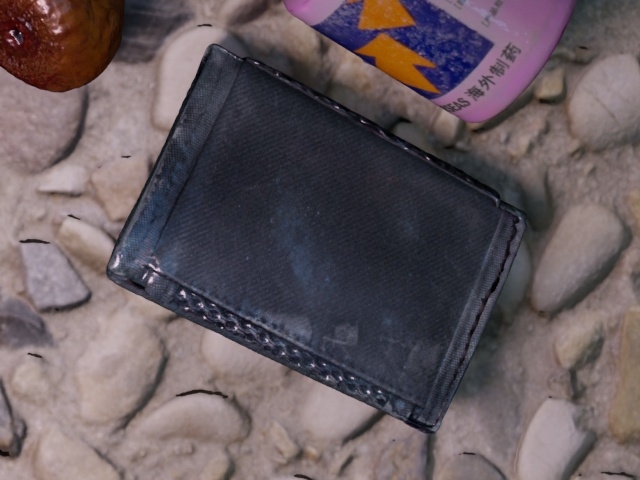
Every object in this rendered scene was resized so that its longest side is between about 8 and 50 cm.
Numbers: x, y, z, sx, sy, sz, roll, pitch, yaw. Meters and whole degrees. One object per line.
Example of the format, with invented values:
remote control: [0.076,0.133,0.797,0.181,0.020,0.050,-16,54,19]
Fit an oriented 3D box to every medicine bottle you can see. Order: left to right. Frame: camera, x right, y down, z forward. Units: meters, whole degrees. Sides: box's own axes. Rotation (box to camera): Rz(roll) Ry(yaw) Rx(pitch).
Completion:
medicine bottle: [0.064,-0.245,1.723,0.290,0.178,0.178,29,85,-18]

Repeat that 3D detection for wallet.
wallet: [0.000,0.000,1.778,0.342,0.075,0.237,27,79,-15]

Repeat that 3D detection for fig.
fig: [-0.206,-0.230,1.684,0.201,0.134,0.146,-49,136,-30]
